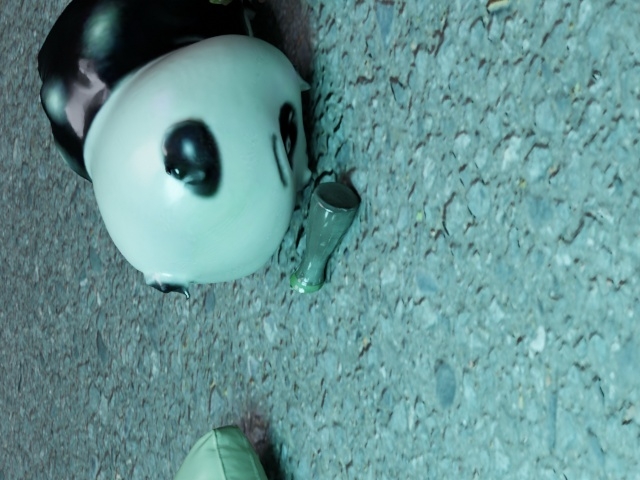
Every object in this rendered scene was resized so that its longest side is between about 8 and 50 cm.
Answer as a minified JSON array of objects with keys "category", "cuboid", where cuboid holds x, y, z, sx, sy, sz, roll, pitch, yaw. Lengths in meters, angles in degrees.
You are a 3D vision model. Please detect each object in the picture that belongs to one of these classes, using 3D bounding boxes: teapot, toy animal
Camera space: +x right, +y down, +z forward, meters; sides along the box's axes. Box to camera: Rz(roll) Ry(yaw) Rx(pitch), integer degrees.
[{"category":"teapot","cuboid":[0.000,0.000,1.506,0.043,0.042,0.111,62,144,39]},{"category":"toy animal","cuboid":[-0.134,-0.099,1.564,0.310,0.250,0.251,-115,36,-48]}]

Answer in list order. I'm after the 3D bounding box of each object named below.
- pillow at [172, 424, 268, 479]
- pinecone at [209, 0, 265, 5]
[{"category":"pillow","cuboid":[-0.110,0.362,1.634,0.322,0.119,0.255,-61,41,42]},{"category":"pinecone","cuboid":[-0.107,-0.343,1.495,0.246,0.246,0.292,-39,68,55]}]
